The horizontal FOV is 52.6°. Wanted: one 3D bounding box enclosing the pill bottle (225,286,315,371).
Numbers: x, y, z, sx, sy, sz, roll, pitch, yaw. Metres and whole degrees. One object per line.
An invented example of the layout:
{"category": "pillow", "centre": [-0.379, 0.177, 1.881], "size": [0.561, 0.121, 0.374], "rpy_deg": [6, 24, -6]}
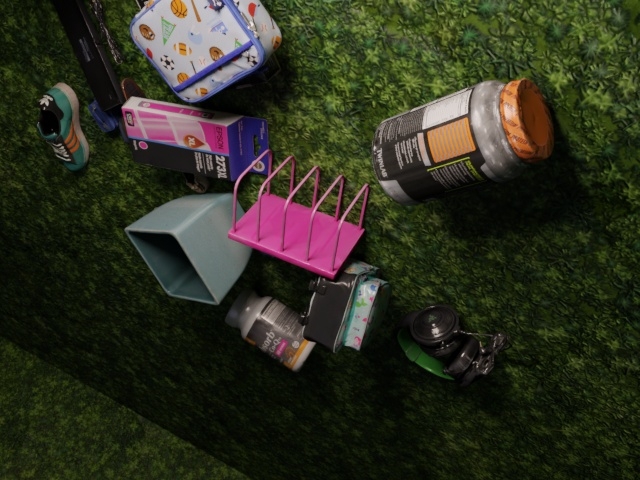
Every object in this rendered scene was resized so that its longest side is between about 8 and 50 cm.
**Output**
{"category": "pill bottle", "centre": [-0.145, 0.272, 2.009], "size": [0.278, 0.162, 0.162], "rpy_deg": [31, 139, 6]}

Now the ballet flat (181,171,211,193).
{"category": "ballet flat", "centre": [-0.375, -0.233, 1.772], "size": [0.084, 0.058, 0.250], "rpy_deg": [2, 129, 32]}

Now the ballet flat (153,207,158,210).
{"category": "ballet flat", "centre": [-0.474, -0.030, 2.034], "size": [0.168, 0.057, 0.052], "rpy_deg": [52, 147, -17]}

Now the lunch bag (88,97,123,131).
{"category": "lunch bag", "centre": [-0.597, -0.356, 1.803], "size": [0.067, 0.065, 0.098], "rpy_deg": [-7, 124, 38]}

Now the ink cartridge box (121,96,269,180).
{"category": "ink cartridge box", "centre": [-0.316, -0.254, 1.661], "size": [0.371, 0.069, 0.176], "rpy_deg": [10, 134, 9]}

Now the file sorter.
{"category": "file sorter", "centre": [-0.049, -0.078, 1.587], "size": [0.291, 0.202, 0.182], "rpy_deg": [21, 132, 14]}

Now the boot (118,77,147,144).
{"category": "boot", "centre": [-0.519, -0.337, 1.756], "size": [0.106, 0.082, 0.219], "rpy_deg": [8, 134, 25]}

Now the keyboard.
{"category": "keyboard", "centre": [-0.564, -0.492, 1.627], "size": [0.201, 0.033, 0.317], "rpy_deg": [-5, 112, 46]}

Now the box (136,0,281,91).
{"category": "box", "centre": [-0.262, -0.489, 1.442], "size": [0.257, 0.079, 0.322], "rpy_deg": [-3, 126, 34]}

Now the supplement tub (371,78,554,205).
{"category": "supplement tub", "centre": [0.273, -0.190, 1.266], "size": [0.316, 0.193, 0.193], "rpy_deg": [-13, 120, 42]}

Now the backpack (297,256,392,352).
{"category": "backpack", "centre": [0.076, 0.160, 1.683], "size": [0.191, 0.253, 0.225], "rpy_deg": [18, 102, 12]}

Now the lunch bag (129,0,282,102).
{"category": "lunch bag", "centre": [-0.235, -0.423, 1.345], "size": [0.303, 0.115, 0.243], "rpy_deg": [-14, 121, 42]}

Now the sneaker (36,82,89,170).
{"category": "sneaker", "centre": [-0.777, -0.314, 1.923], "size": [0.108, 0.121, 0.302], "rpy_deg": [23, 138, 15]}

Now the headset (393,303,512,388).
{"category": "headset", "centre": [0.333, 0.293, 1.683], "size": [0.243, 0.185, 0.394], "rpy_deg": [45, 150, -11]}

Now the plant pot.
{"category": "plant pot", "centre": [-0.328, -0.004, 1.795], "size": [0.248, 0.252, 0.247], "rpy_deg": [4, 130, 44]}

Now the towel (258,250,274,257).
{"category": "towel", "centre": [-0.157, -0.006, 1.858], "size": [0.067, 0.029, 0.119], "rpy_deg": [19, 137, 20]}
